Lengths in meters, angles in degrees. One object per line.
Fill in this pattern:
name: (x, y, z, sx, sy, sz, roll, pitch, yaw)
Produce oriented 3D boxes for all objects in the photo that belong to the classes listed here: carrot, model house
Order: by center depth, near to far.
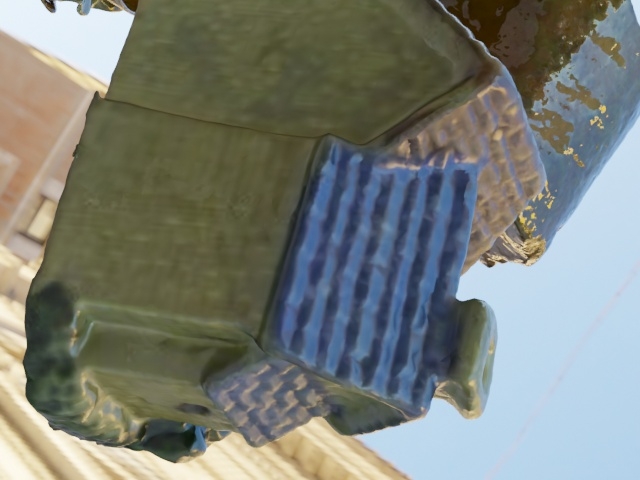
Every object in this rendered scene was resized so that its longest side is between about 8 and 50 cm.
model house: (0.000, 0.000, 0.842, 0.266, 0.261, 0.321, 6, -114, 21)
carrot: (0.147, -0.145, 1.070, 0.241, 0.241, 0.341, 30, -94, 51)

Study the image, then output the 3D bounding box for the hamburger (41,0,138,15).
hamburger: (-0.215, -0.337, 1.129, 0.212, 0.274, 0.274, 22, -101, 11)
